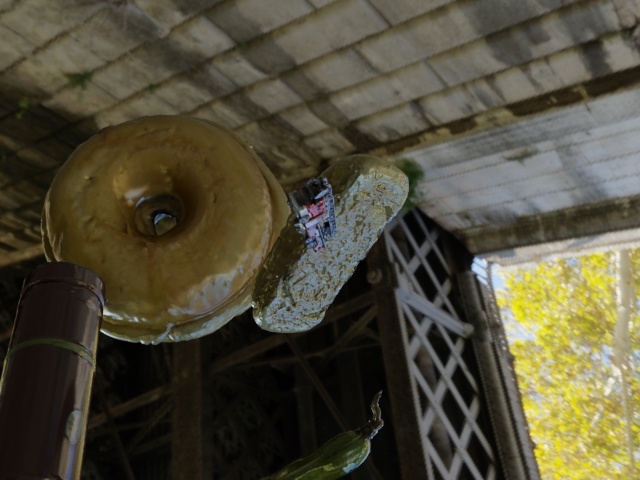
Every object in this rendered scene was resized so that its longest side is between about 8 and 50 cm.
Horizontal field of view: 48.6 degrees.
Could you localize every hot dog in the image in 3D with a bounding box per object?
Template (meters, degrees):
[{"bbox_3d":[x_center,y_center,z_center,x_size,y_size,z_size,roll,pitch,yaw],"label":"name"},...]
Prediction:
[{"bbox_3d":[0.000,0.000,0.764,0.242,0.084,0.073,-58,-139,29],"label":"hot dog"}]

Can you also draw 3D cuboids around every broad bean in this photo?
[{"bbox_3d":[-0.028,0.311,0.921,0.325,0.067,0.075,-39,-176,28],"label":"broad bean"}]

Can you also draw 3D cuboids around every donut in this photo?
[{"bbox_3d":[-0.267,-0.031,1.239,0.448,0.198,0.449,-1,-116,2],"label":"donut"}]

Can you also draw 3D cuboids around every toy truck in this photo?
[{"bbox_3d":[-0.004,-0.019,0.517,0.032,0.083,0.024,-26,-116,-5],"label":"toy truck"}]

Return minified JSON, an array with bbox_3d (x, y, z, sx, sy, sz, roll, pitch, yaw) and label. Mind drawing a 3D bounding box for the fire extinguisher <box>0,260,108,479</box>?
[{"bbox_3d":[-0.286,0.190,0.734,0.105,0.141,0.341,-10,-131,4],"label":"fire extinguisher"}]
